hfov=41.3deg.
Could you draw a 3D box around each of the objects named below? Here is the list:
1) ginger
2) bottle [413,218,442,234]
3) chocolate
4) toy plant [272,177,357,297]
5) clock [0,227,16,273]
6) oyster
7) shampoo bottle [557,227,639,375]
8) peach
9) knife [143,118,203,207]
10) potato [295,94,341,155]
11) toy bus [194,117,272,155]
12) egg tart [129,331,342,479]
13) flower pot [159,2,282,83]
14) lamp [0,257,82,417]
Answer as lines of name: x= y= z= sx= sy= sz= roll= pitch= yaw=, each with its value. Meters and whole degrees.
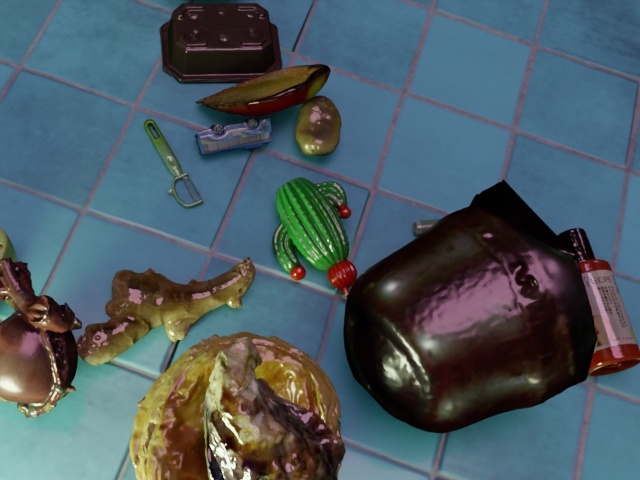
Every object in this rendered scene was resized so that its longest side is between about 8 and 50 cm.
ginger: x=-0.270 y=0.110 z=1.488 sx=0.334 sy=0.081 sz=0.148 roll=-14 pitch=68 yaw=-20
bottle: x=0.224 y=-0.026 z=1.662 sx=0.083 sy=0.030 sz=0.030 roll=-4 pitch=65 yaw=-10
chocolate: x=0.206 y=0.133 z=1.407 sx=0.331 sy=0.383 sz=0.383 roll=-16 pitch=68 yaw=-14
toy plant: x=-0.014 y=-0.004 z=1.585 sx=0.155 sy=0.088 sz=0.240 roll=-5 pitch=76 yaw=1
clock: x=-0.696 y=0.058 z=1.435 sx=0.308 sy=0.096 sz=0.235 roll=15 pitch=64 yaw=-1
oyster: x=-0.076 y=0.313 z=1.262 sx=0.271 sy=0.100 sz=0.275 roll=32 pitch=64 yaw=-17
shampoo bottle: x=0.511 y=0.108 z=1.603 sx=0.104 sy=0.104 sz=0.278 roll=-6 pitch=65 yaw=-12
peach: x=-0.110 y=-0.279 z=1.674 sx=0.279 sy=0.068 sz=0.189 roll=-11 pitch=21 yaw=18
knife: x=-0.297 y=-0.148 z=1.645 sx=0.054 sy=0.015 sz=0.212 roll=-27 pitch=72 yaw=-12
potato: x=-0.005 y=-0.224 z=1.697 sx=0.092 sy=0.070 sz=0.138 roll=9 pitch=65 yaw=-4
toy bus: x=-0.169 y=-0.206 z=1.670 sx=0.153 sy=0.051 sz=0.061 roll=-12 pitch=97 yaw=-15
egg tart: x=-0.131 y=0.323 z=1.371 sx=0.352 sy=0.150 sz=0.352 roll=3 pitch=70 yaw=-9
flower pot: x=-0.203 y=-0.421 z=1.752 sx=0.251 sy=0.084 sz=0.178 roll=-3 pitch=65 yaw=-11
lamp: x=-0.470 y=0.165 z=1.379 sx=0.215 sy=0.151 sz=0.223 roll=26 pitch=90 yaw=27
